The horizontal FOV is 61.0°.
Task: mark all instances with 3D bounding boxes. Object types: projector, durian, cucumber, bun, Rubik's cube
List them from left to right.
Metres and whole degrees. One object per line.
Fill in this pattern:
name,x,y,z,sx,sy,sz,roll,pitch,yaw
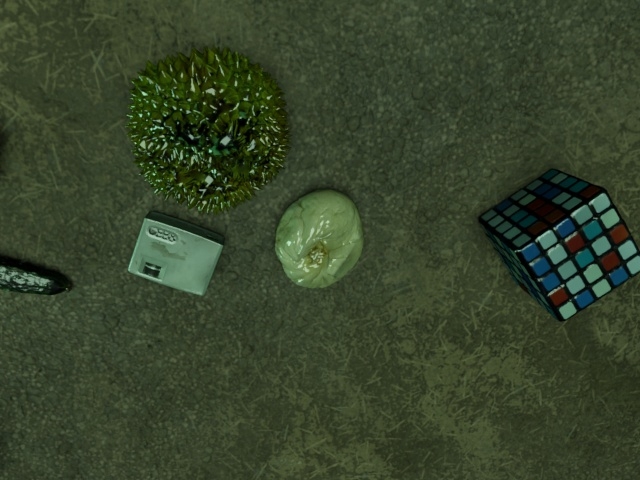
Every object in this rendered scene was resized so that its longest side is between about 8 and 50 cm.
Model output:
cucumber,-0.608,0.055,0.991,0.293,0.067,0.068,16,107,-10
projector,-0.266,0.023,1.011,0.147,0.061,0.115,20,104,-11
durian,-0.180,-0.185,0.875,0.290,0.225,0.291,1,144,1
bun,0.000,0.000,1.000,0.164,0.111,0.188,41,97,-19
Rubik's cube,0.437,0.004,1.001,0.182,0.187,0.184,-34,110,7
